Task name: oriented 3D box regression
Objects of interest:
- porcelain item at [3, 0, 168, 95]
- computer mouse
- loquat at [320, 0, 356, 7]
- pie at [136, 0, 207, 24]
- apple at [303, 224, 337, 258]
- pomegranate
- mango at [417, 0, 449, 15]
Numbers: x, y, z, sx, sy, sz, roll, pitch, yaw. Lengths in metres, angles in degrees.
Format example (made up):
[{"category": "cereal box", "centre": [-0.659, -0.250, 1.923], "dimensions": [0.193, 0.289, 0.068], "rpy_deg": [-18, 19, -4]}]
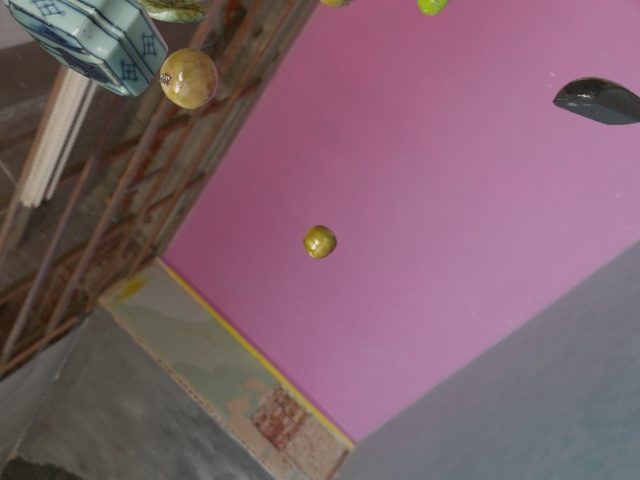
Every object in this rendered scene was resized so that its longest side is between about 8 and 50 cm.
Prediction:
[{"category": "porcelain item", "centre": [-0.488, -0.444, 1.389], "dimensions": [0.157, 0.281, 0.286], "rpy_deg": [-58, -10, -9]}, {"category": "computer mouse", "centre": [0.813, -0.415, 1.925], "dimensions": [0.170, 0.269, 0.100], "rpy_deg": [19, 96, 66]}, {"category": "loquat", "centre": [0.051, -0.733, 1.819], "dimensions": [0.172, 0.149, 0.204], "rpy_deg": [-39, -16, 14]}, {"category": "pie", "centre": [-0.479, -0.747, 2.121], "dimensions": [0.240, 0.241, 0.054], "rpy_deg": [-41, -28, -55]}, {"category": "apple", "centre": [0.000, 0.000, 2.074], "dimensions": [0.099, 0.102, 0.114], "rpy_deg": [-41, 6, 30]}, {"category": "pomegranate", "centre": [-0.423, -0.520, 2.130], "dimensions": [0.191, 0.191, 0.191], "rpy_deg": [-45, -3, -3]}, {"category": "mango", "centre": [0.359, -0.776, 2.037], "dimensions": [0.089, 0.117, 0.163], "rpy_deg": [-34, -40, -37]}]
